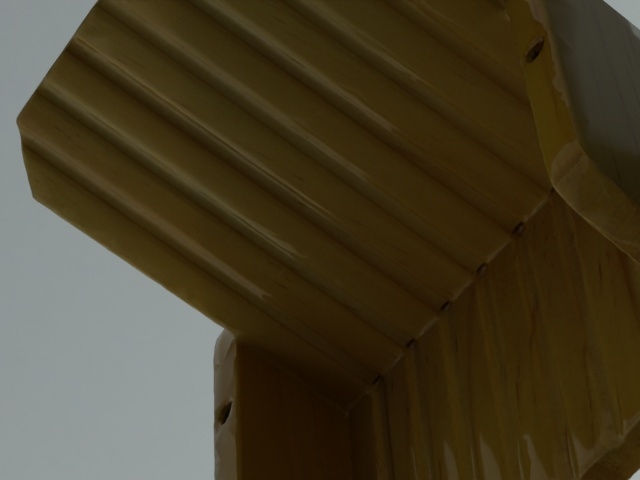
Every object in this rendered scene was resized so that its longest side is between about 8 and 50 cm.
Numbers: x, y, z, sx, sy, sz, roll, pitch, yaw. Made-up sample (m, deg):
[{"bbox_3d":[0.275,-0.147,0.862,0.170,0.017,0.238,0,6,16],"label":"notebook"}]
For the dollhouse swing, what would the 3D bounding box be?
[{"bbox_3d":[0.000,0.000,1.041,0.305,0.347,0.315,28,-148,-22],"label":"dollhouse swing"}]
